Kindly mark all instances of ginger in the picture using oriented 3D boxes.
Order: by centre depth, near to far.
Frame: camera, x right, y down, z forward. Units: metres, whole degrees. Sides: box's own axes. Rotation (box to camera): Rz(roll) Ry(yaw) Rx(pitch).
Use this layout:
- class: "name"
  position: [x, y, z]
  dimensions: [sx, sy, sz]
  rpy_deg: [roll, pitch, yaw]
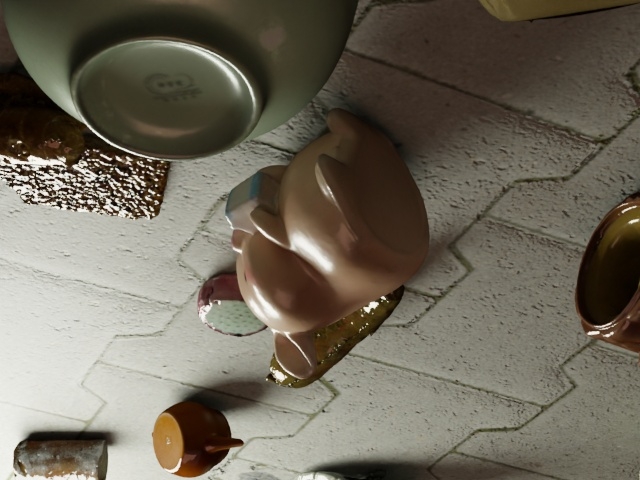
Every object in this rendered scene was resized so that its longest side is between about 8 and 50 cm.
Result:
- class: "ginger"
  position: [-0.315, -0.130, 1.539]
  dimensions: [0.162, 0.103, 0.073]
  rpy_deg: [2, 142, 16]

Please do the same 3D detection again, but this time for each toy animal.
- class: "toy animal"
  position: [-0.004, 0.001, 1.634]
  dimensions: [0.213, 0.195, 0.256]
  rpy_deg: [35, 136, -28]

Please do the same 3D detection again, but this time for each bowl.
- class: "bowl"
  position: [-0.135, -0.198, 1.356]
  dimensions: [0.354, 0.185, 0.354]
  rpy_deg: [1, 145, 1]

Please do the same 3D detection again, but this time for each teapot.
- class: "teapot"
  position: [-0.179, 0.286, 2.129]
  dimensions: [0.116, 0.116, 0.173]
  rpy_deg: [30, 163, -34]

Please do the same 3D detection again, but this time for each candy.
- class: "candy"
  position: [-0.107, 0.083, 1.879]
  dimensions: [0.103, 0.043, 0.103]
  rpy_deg: [1, 145, 1]

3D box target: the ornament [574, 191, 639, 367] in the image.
- class: "ornament"
  position: [0.427, 0.065, 1.704]
  dimensions: [0.218, 0.221, 0.235]
  rpy_deg: [20, 168, -19]

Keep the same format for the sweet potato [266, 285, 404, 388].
- class: "sweet potato"
  position: [0.026, 0.115, 1.898]
  dimensions: [0.075, 0.075, 0.273]
  rpy_deg: [25, 136, -30]

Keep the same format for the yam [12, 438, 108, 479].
- class: "yam"
  position: [-0.396, 0.339, 2.224]
  dimensions: [0.141, 0.079, 0.079]
  rpy_deg: [-1, 145, 0]

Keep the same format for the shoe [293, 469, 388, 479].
- class: "shoe"
  position: [0.070, 0.405, 2.309]
  dimensions: [0.227, 0.125, 0.099]
  rpy_deg: [17, 112, 19]

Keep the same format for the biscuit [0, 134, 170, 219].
- class: "biscuit"
  position: [-0.294, -0.077, 1.671]
  dimensions: [0.237, 0.026, 0.131]
  rpy_deg: [8, 143, -11]

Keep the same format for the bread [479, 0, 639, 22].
- class: "bread"
  position: [0.211, -0.284, 1.261]
  dimensions: [0.224, 0.142, 0.212]
  rpy_deg: [-8, 147, 14]
